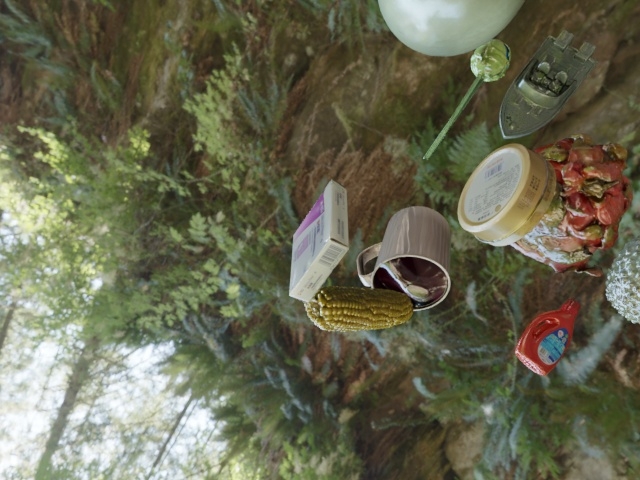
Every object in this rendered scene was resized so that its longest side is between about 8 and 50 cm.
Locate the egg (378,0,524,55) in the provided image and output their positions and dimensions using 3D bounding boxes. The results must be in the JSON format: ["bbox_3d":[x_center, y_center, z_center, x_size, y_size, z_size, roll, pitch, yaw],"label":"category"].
[{"bbox_3d":[0.224,-0.452,0.944,0.259,0.258,0.352,28,-176,-8],"label":"egg"}]

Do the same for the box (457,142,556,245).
[{"bbox_3d":[0.187,-0.047,0.565,0.037,0.105,0.105,27,-160,-18],"label":"box"}]

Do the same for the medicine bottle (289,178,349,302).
[{"bbox_3d":[0.000,0.000,1.103,0.052,0.171,0.201,24,-145,-17],"label":"medicine bottle"}]

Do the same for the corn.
[{"bbox_3d":[0.089,0.152,1.213,0.311,0.101,0.101,9,-151,-40],"label":"corn"}]

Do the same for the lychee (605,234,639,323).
[{"bbox_3d":[0.936,0.106,1.547,0.256,0.274,0.255,17,-128,-24],"label":"lychee"}]

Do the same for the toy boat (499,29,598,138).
[{"bbox_3d":[0.562,-0.382,1.403,0.141,0.319,0.092,37,175,17],"label":"toy boat"}]

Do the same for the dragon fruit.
[{"bbox_3d":[0.568,-0.113,1.238,0.314,0.262,0.296,29,-130,-1],"label":"dragon fruit"}]

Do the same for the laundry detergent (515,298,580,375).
[{"bbox_3d":[0.461,0.182,1.105,0.097,0.165,0.049,43,167,-15],"label":"laundry detergent"}]

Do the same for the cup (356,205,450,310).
[{"bbox_3d":[0.261,0.067,1.663,0.208,0.288,0.273,36,-141,-12],"label":"cup"}]

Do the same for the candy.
[{"bbox_3d":[0.344,-0.333,1.326,0.092,0.335,0.093,34,179,6],"label":"candy"}]
